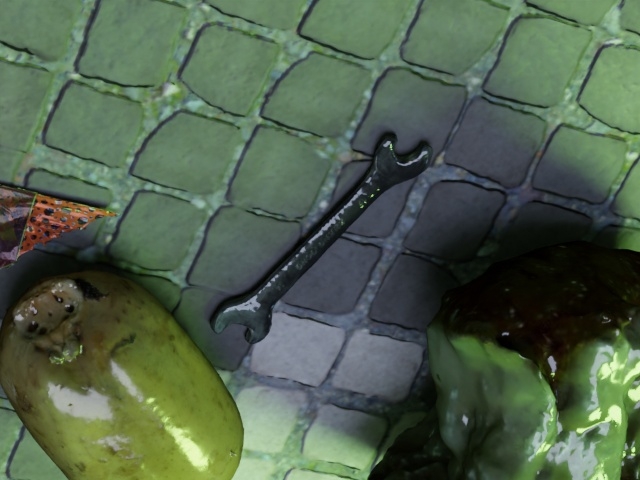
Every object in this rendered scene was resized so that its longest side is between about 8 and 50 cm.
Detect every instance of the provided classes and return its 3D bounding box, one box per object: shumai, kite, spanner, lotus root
[{"bbox_3d":[0.222,0.171,1.707,0.398,0.324,0.323,-3,111,-17],"label":"shumai"},{"bbox_3d":[-0.291,-0.016,1.626,0.222,0.008,0.125,-27,125,7],"label":"kite"},{"bbox_3d":[0.000,0.000,1.698,0.054,0.015,0.254,34,111,-28],"label":"spanner"},{"bbox_3d":[-0.164,0.144,1.684,0.160,0.146,0.284,-16,131,21],"label":"lotus root"}]
